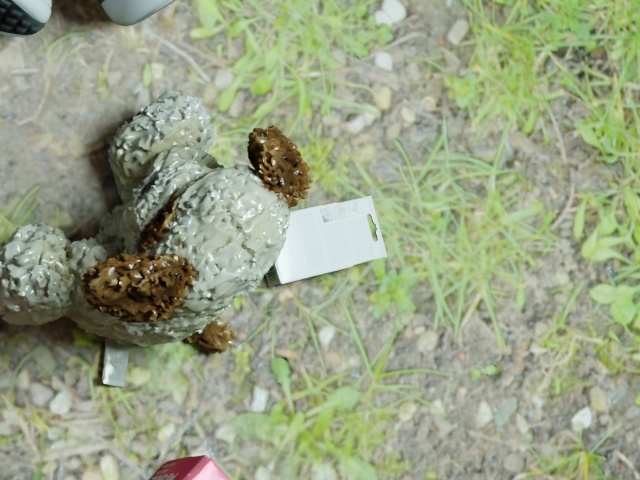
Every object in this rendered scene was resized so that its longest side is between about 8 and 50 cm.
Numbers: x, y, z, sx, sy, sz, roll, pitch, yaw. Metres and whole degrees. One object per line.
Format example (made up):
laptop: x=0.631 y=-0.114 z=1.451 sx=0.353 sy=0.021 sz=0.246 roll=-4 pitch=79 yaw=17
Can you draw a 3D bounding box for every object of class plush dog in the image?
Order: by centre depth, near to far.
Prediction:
plush dog: x=-0.114 y=0.010 z=1.540 sx=0.210 sy=0.225 sz=0.262 roll=49 pitch=65 yaw=-11

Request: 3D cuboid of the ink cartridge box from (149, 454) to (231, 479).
ink cartridge box: x=-0.132 y=0.323 z=1.550 sx=0.172 sy=0.100 sz=0.237 roll=49 pitch=64 yaw=-11

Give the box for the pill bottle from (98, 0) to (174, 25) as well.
pill bottle: x=-0.184 y=-0.366 z=1.589 sx=0.188 sy=0.188 sz=0.334 roll=-36 pitch=98 yaw=-26

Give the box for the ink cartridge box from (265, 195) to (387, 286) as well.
ink cartridge box: x=0.000 y=0.000 z=1.709 sx=0.115 sy=0.029 sz=0.063 roll=-13 pitch=87 yaw=-28

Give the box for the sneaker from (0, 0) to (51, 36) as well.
sneaker: x=-0.326 y=-0.293 z=1.559 sx=0.292 sy=0.110 sz=0.118 roll=44 pitch=57 yaw=-14
